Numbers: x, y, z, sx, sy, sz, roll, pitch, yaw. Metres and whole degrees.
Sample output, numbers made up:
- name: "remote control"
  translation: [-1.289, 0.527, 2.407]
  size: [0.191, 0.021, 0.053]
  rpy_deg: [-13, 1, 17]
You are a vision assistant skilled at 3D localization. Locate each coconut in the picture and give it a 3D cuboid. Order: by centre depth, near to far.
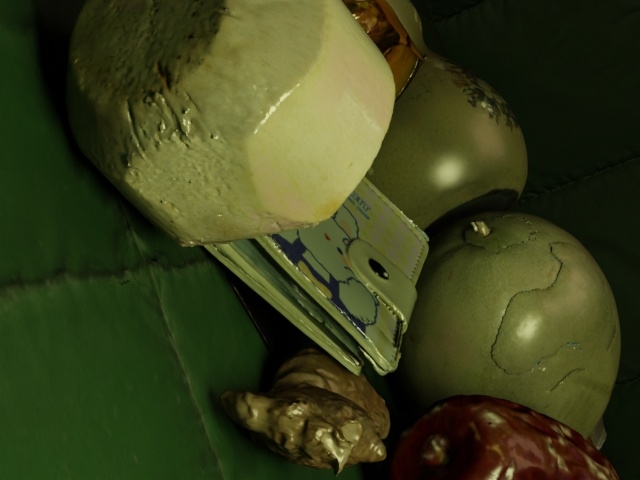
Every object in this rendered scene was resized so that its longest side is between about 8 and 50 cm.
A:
- name: "coconut"
  translation: [-0.063, -0.103, 0.991]
  size: [0.241, 0.241, 0.241]
  rpy_deg: [59, 16, -29]

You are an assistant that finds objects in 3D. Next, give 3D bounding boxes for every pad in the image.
- name: "pad"
  translation: [-0.026, 0.049, 1.322]
  size: [0.202, 0.005, 0.300]
  rpy_deg: [61, 15, -22]

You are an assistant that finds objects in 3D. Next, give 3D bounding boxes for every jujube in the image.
- name: "jujube"
  translation: [0.188, 0.273, 1.342]
  size: [0.318, 0.223, 0.223]
  rpy_deg: [43, 27, -44]

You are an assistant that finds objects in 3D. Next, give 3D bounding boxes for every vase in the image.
- name: "vase"
  translation: [0.117, -0.137, 1.666]
  size: [0.302, 0.241, 0.329]
  rpy_deg: [60, 21, 18]

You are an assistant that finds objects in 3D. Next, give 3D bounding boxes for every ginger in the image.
- name: "ginger"
  translation: [0.005, 0.139, 1.109]
  size: [0.290, 0.122, 0.084]
  rpy_deg: [9, 99, -79]

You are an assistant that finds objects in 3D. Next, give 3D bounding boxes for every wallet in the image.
- name: "wallet"
  translation: [0.000, 0.000, 1.261]
  size: [0.223, 0.077, 0.309]
  rpy_deg: [48, 19, -8]

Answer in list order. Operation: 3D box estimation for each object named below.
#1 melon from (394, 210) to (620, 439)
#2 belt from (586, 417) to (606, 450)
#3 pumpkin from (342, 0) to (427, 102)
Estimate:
- name: "melon"
  translation: [0.207, 0.110, 1.536]
  size: [0.268, 0.268, 0.330]
  rpy_deg: [-96, 173, -49]
- name: "belt"
  translation: [0.282, 0.208, 1.847]
  size: [0.105, 0.184, 0.261]
  rpy_deg: [53, 7, -48]
- name: "pumpkin"
  translation: [-0.012, -0.233, 1.404]
  size: [0.190, 0.139, 0.280]
  rpy_deg: [40, 12, -23]
